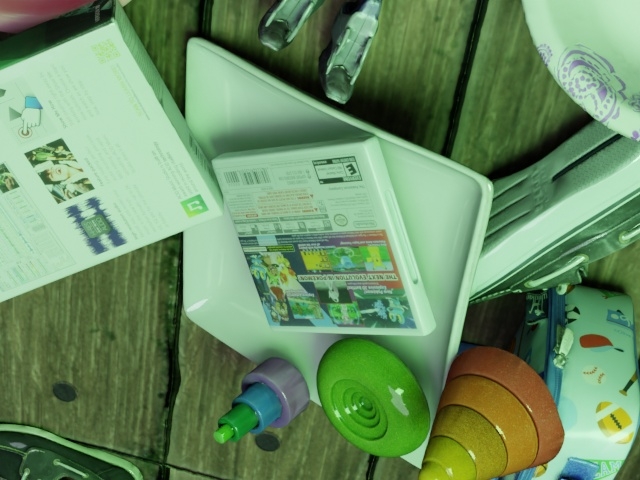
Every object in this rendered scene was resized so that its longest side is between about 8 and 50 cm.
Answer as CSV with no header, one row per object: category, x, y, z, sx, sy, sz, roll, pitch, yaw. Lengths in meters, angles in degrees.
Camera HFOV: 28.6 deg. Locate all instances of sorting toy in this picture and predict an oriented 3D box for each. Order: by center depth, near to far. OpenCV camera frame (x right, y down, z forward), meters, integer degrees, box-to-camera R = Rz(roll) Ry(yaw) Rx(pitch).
sorting toy,0.035,0.172,1.139,0.365,0.126,0.127,-1,116,44

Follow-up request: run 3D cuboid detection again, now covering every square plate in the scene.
square plate,0.005,0.010,1.198,0.347,0.049,0.344,30,133,29

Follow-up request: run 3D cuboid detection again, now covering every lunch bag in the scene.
lunch bag,0.220,0.195,1.228,0.115,0.243,0.303,16,127,2

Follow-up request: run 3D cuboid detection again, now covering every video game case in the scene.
video game case,0.000,0.000,1.142,0.201,0.023,0.183,-2,112,44

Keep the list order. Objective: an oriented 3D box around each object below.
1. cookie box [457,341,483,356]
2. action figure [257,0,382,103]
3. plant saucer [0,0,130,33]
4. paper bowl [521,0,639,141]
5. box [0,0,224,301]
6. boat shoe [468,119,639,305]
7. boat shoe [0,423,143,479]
cookie box,0.125,0.157,1.350,0.092,0.040,0.107,10,125,7
action figure,0.055,-0.262,1.041,0.185,0.099,0.285,31,123,-2
plant saucer,-0.267,-0.342,1.068,0.332,0.084,0.332,7,126,10
paper bowl,0.303,-0.206,0.944,0.284,0.148,0.284,1,93,24
box,-0.281,-0.063,1.155,0.322,0.058,0.232,-21,128,6
boat shoe,0.212,-0.002,1.167,0.119,0.121,0.335,39,130,-26
boat shoe,-0.338,0.286,1.531,0.233,0.079,0.084,16,128,4
